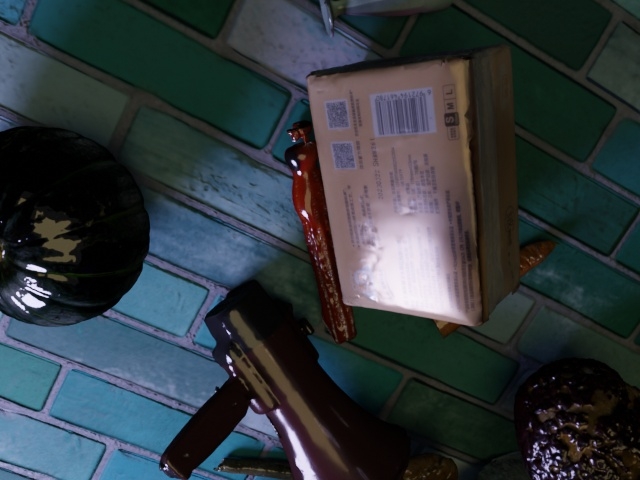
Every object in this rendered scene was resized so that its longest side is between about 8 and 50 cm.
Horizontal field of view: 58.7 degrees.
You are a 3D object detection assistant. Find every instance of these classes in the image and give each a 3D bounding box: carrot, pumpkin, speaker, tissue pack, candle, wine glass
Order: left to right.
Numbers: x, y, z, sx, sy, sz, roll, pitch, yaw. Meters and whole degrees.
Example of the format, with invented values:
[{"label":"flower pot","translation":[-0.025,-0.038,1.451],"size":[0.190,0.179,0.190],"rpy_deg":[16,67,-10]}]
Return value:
[{"label":"pumpkin","translation":[-0.335,-0.013,0.672],"size":[0.250,0.216,0.249],"rpy_deg":[6,108,19]},{"label":"speaker","translation":[-0.069,0.246,0.797],"size":[0.259,0.198,0.329],"rpy_deg":[-43,100,-12]},{"label":"candle","translation":[0.000,0.000,0.797],"size":[0.051,0.048,0.328],"rpy_deg":[-17,109,-11]},{"label":"wine glass","translation":[0.078,-0.302,0.706],"size":[0.155,0.073,0.073],"rpy_deg":[-16,108,2]},{"label":"tissue pack","translation":[0.142,-0.082,0.730],"size":[0.239,0.238,0.305],"rpy_deg":[-11,108,-4]},{"label":"carrot","translation":[0.258,0.059,0.849],"size":[0.224,0.057,0.057],"rpy_deg":[-36,108,1]}]

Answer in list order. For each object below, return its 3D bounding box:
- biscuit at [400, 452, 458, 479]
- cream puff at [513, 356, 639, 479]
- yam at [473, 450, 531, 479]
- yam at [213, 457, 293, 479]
[{"label":"biscuit","translation":[0.116,0.398,0.888],"size":[0.226,0.042,0.225],"rpy_deg":[-11,138,-11]},{"label":"cream puff","translation":[0.401,0.286,0.834],"size":[0.239,0.239,0.165],"rpy_deg":[35,126,-16]},{"label":"yam","translation":[0.339,0.543,0.925],"size":[0.241,0.241,0.347],"rpy_deg":[3,108,-8]},{"label":"yam","translation":[-0.103,0.360,0.905],"size":[0.130,0.027,0.033],"rpy_deg":[11,144,-12]}]
